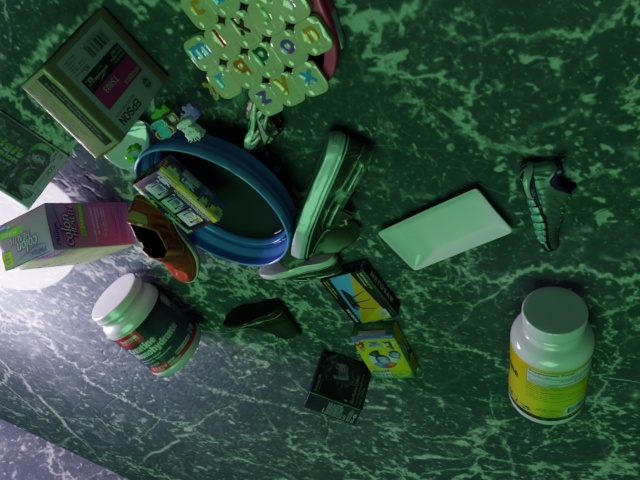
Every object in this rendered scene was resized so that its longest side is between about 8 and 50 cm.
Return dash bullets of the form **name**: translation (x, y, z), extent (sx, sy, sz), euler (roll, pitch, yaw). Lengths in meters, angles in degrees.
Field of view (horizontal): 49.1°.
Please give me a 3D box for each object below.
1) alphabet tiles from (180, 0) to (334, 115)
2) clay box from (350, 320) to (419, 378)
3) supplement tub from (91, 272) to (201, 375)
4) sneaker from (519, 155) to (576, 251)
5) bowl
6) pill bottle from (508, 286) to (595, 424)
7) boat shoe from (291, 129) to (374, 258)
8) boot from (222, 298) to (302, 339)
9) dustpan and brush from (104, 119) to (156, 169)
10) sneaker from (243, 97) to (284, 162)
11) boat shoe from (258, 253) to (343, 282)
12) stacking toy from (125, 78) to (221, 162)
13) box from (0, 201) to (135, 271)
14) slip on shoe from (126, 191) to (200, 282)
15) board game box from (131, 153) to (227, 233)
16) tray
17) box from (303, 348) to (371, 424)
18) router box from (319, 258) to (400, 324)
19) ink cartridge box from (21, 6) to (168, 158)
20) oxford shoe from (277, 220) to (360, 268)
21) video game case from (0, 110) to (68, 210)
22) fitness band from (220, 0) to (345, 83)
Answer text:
- **alphabet tiles**: translation (-0.118, -0.364, 1.296), extent (0.284, 0.021, 0.278), euler (-16, 126, 36)
- **clay box**: translation (0.183, 0.314, 1.935), extent (0.127, 0.053, 0.222), euler (-8, 130, 28)
- **supplement tub**: translation (-0.495, 0.243, 2.012), extent (0.191, 0.191, 0.272), euler (-21, 124, 36)
- **sneaker**: translation (0.473, -0.067, 1.412), extent (0.098, 0.083, 0.224), euler (-12, 128, 24)
- **bowl**: translation (-0.232, -0.092, 1.598), extent (0.391, 0.077, 0.391), euler (20, 148, 13)
- **pill bottle**: translation (0.542, 0.271, 1.656), extent (0.187, 0.188, 0.334), euler (4, 135, 17)
- **boat shoe**: translation (0.024, -0.078, 1.520), extent (0.119, 0.121, 0.335), euler (17, 131, -6)
- **boot**: translation (-0.164, 0.245, 1.982), extent (0.197, 0.077, 0.137), euler (-12, 134, 32)
- **dustpan and brush**: translation (-0.436, -0.194, 1.646), extent (0.147, 0.060, 0.211), euler (-6, 126, 12)
- **sneaker**: translation (-0.115, -0.229, 1.470), extent (0.077, 0.072, 0.178), euler (13, 138, 5)
- **boat shoe**: translation (-0.051, 0.075, 1.756), extent (0.219, 0.078, 0.070), euler (-10, 129, 26)
- **stacking toy**: translation (-0.296, -0.246, 1.448), extent (0.221, 0.167, 0.052), euler (-18, 126, 33)
- **box**: translation (-0.634, -0.012, 1.756), extent (0.213, 0.243, 0.117), euler (-18, 83, 35)
- **slip on shoe**: translation (-0.383, 0.011, 1.697), extent (0.123, 0.101, 0.331), euler (15, 149, 19)
- **board game box**: translation (-0.307, -0.098, 1.526), extent (0.170, 0.048, 0.141), euler (44, 144, -24)
- **tray**: translation (0.275, -0.026, 1.564), extent (0.270, 0.030, 0.145), euler (-25, 121, 38)
- **box**: translation (0.053, 0.420, 2.016), extent (0.158, 0.156, 0.093), euler (19, 137, 1)
- **router box**: translation (0.102, 0.133, 1.781), extent (0.133, 0.046, 0.179), euler (-17, 126, 33)
- **ink cartridge box**: translation (-0.433, -0.312, 1.379), extent (0.088, 0.235, 0.193), euler (-22, 124, 37)
- **oxford shoe**: translation (0.000, 0.000, 1.674), extent (0.212, 0.076, 0.076), euler (-21, 95, 19)
- **video game case**: translation (-0.727, -0.191, 1.662), extent (0.190, 0.173, 0.022), euler (35, 148, -16)
- **fitness band**: translation (-0.075, -0.400, 1.290), extent (0.209, 0.054, 0.291), euler (-5, 131, 25)
